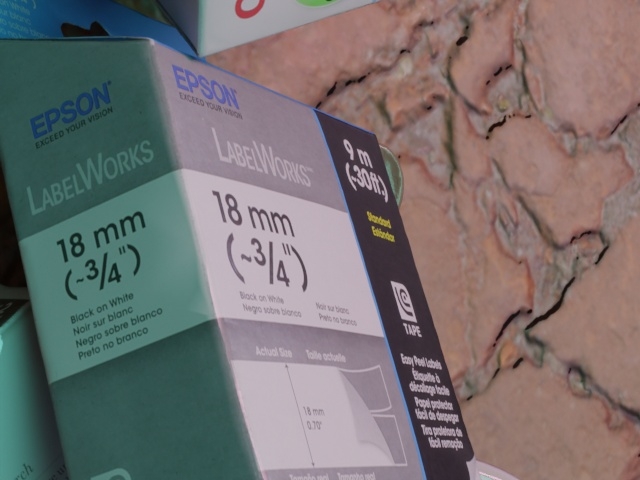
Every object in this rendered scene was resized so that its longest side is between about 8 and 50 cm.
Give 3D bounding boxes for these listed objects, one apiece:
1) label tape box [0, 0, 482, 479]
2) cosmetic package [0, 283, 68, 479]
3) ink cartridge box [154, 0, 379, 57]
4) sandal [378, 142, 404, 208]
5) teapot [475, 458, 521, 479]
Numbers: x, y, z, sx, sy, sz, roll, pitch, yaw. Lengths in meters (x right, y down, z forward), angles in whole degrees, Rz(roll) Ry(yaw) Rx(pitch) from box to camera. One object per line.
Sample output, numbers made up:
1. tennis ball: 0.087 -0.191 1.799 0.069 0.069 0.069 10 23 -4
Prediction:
1. label tape box: -0.050 -0.010 0.771 0.240 0.106 0.334 14 56 -60
2. cosmetic package: -0.172 0.138 0.764 0.151 0.151 0.184 -47 114 -28
3. ink cartridge box: 0.013 -0.255 0.726 0.270 0.197 0.198 -22 144 -23
4. sandal: 0.000 0.000 0.964 0.180 0.049 0.072 -39 111 -31
5. teapot: 0.049 0.268 0.917 0.256 0.187 0.252 20 55 -9
